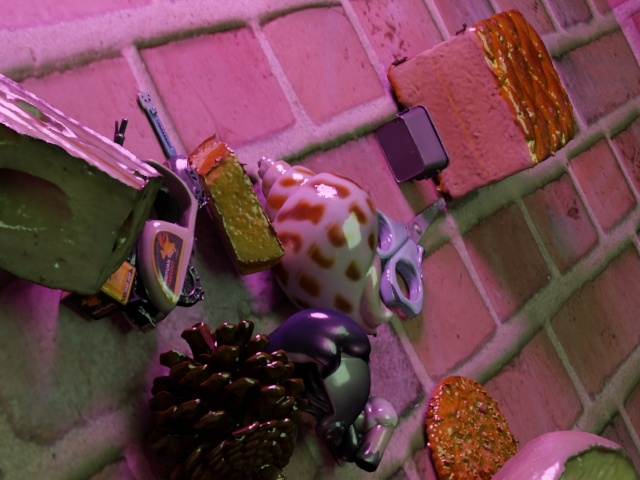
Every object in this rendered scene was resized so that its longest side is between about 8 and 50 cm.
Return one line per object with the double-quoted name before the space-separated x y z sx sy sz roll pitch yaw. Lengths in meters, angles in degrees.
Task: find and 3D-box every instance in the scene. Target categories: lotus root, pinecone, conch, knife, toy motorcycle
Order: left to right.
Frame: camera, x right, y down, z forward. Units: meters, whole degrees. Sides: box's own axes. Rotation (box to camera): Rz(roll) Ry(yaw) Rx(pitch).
"lotus root" -0.321 -0.069 1.404 0.314 0.142 0.210 31 13 -16
"toy motorcycle" -0.203 -0.013 1.585 0.157 0.091 0.263 36 43 -32
"knife" -0.207 -0.148 1.755 0.027 0.010 0.096 -26 90 -59
"pinecone" -0.103 0.184 1.511 0.168 0.185 0.212 25 30 -28
"conch" -0.001 0.000 1.831 0.149 0.183 0.275 -1 58 -24

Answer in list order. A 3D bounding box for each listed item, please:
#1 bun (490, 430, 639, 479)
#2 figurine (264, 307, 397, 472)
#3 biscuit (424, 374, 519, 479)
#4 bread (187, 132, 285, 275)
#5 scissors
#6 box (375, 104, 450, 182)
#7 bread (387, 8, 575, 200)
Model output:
"bun" 0.313 0.443 1.923 0.364 0.202 0.364 -2 92 -53
"figurine" 0.017 0.183 1.729 0.222 0.145 0.145 52 32 -30
"biscuit" 0.242 0.322 2.078 0.254 0.035 0.254 37 39 -39
"bread" -0.110 -0.043 1.739 0.103 0.065 0.187 -166 -127 -78
"scissors" 0.145 -0.009 2.180 0.191 0.029 0.360 59 31 -6
"box" 0.148 -0.155 2.245 0.069 0.084 0.122 -21 85 -52
"bread" 0.294 -0.243 2.408 0.279 0.207 0.279 -25 88 -60
